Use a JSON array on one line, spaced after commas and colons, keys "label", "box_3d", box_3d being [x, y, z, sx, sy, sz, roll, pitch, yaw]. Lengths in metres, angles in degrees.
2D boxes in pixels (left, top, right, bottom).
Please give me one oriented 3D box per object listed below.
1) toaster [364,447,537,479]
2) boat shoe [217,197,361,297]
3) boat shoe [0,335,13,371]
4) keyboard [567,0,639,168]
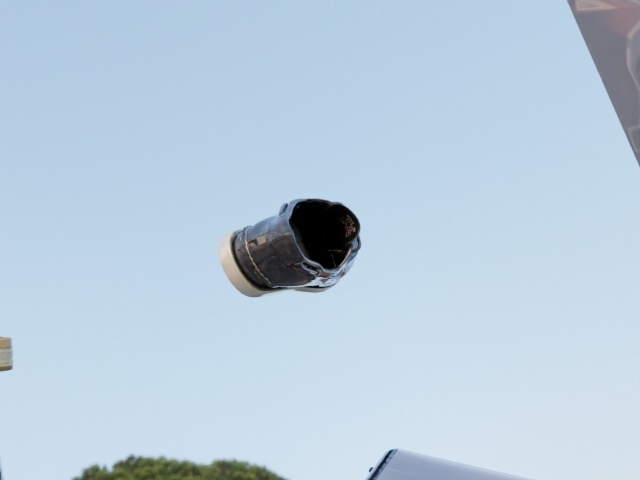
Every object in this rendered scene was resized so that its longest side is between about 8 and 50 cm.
[{"label": "toaster", "box_3d": [0.061, 0.225, 0.420, 0.110, 0.167, 0.186, 6, 3, 18]}, {"label": "boat shoe", "box_3d": [-0.002, -0.004, 0.995, 0.113, 0.127, 0.340, -29, -13, 25]}, {"label": "boat shoe", "box_3d": [-0.417, 0.120, 0.876, 0.135, 0.045, 0.050, 12, 3, 25]}, {"label": "keyboard", "box_3d": [0.204, -0.048, 0.399, 0.014, 0.072, 0.256, -51, -54, -13]}]
